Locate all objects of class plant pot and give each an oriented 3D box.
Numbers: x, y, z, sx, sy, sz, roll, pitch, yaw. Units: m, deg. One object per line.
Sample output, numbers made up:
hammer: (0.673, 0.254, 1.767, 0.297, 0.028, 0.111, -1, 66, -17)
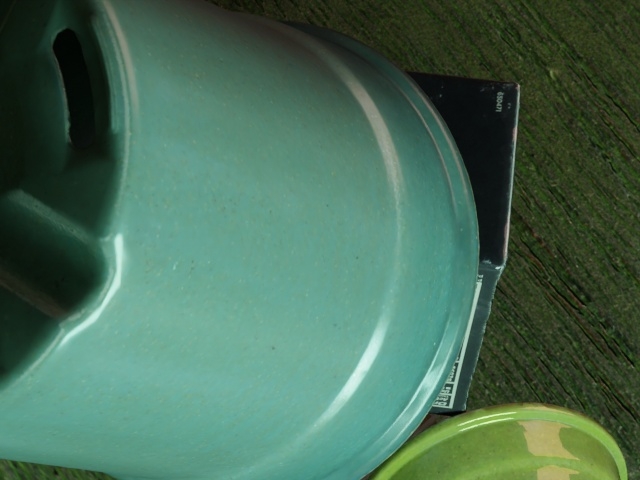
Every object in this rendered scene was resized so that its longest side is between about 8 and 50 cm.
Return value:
plant pot: (-0.124, -0.011, 0.726, 0.341, 0.341, 0.334, 49, 13, 24)
plant pot: (0.186, 0.331, 1.123, 0.276, 0.276, 0.254, 44, 17, -35)

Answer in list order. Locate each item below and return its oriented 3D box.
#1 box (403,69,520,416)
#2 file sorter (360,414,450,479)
box: (0.000, 0.000, 1.082, 0.296, 0.183, 0.294, 8, -30, 4)
file sorter: (0.010, 0.152, 1.346, 0.193, 0.173, 0.277, 49, 5, 21)
